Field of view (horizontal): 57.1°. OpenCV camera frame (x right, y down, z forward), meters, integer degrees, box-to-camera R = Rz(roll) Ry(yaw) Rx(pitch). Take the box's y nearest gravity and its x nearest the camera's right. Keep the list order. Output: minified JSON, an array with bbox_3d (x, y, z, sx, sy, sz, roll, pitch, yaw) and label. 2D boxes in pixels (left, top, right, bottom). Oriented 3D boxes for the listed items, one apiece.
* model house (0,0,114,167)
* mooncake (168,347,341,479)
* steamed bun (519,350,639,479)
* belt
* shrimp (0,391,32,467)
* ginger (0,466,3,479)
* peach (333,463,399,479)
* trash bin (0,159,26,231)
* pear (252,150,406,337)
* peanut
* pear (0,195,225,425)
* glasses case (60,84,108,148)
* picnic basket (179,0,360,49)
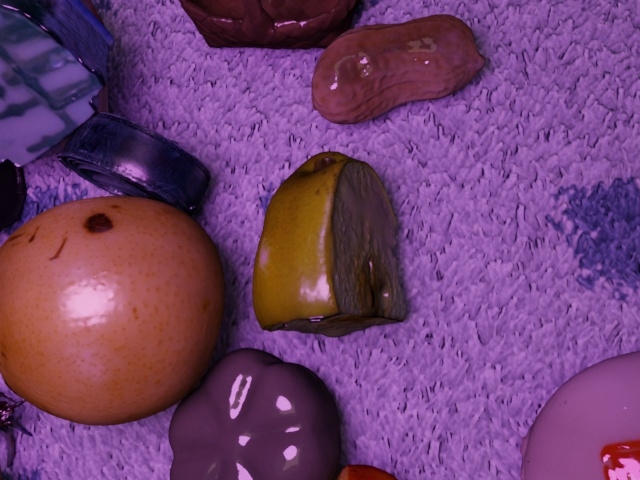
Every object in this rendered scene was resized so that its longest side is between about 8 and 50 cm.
[{"bbox_3d":[-0.489,-0.330,0.953,0.294,0.252,0.329,-28,42,21],"label":"model house"},{"bbox_3d":[-0.102,0.297,0.875,0.274,0.135,0.275,-8,68,21],"label":"mooncake"},{"bbox_3d":[0.458,0.328,0.753,0.374,0.241,0.375,-1,78,5],"label":"steamed bun"},{"bbox_3d":[-0.310,-0.126,0.976,0.267,0.206,0.116,19,76,22],"label":"belt"},{"bbox_3d":[-0.657,0.315,0.973,0.410,0.166,0.221,-2,51,3],"label":"shrimp"},{"bbox_3d":[-0.506,0.457,0.840,0.122,0.084,0.290,-19,48,20],"label":"ginger"},{"bbox_3d":[0.042,0.414,0.829,0.192,0.190,0.190,-2,79,13],"label":"peach"},{"bbox_3d":[-0.713,-0.104,1.035,0.301,0.203,0.252,-4,85,8],"label":"trash bin"},{"bbox_3d":[0.000,0.000,0.883,0.176,0.286,0.282,-9,77,27],"label":"pear"},{"bbox_3d":[0.117,-0.297,0.979,0.291,0.143,0.159,-17,68,0],"label":"peanut"},{"bbox_3d":[-0.306,0.099,0.862,0.348,0.348,0.349,-2,79,8],"label":"pear"},{"bbox_3d":[-0.443,-0.254,1.102,0.083,0.050,0.197,-7,77,10],"label":"glasses case"},{"bbox_3d":[-0.094,-0.479,0.959,0.337,0.337,0.293,3,79,9],"label":"picnic basket"}]
